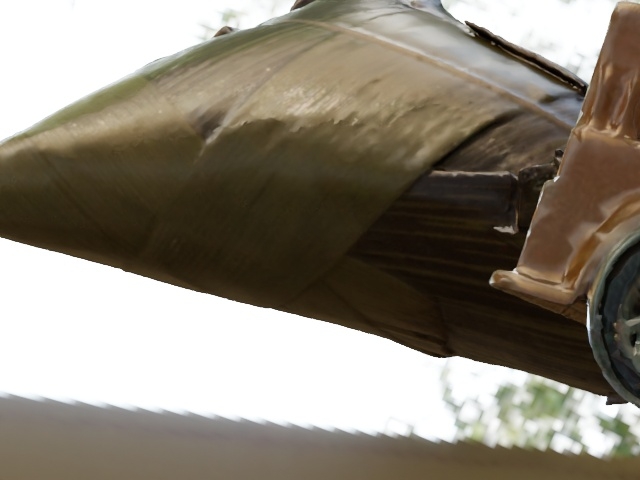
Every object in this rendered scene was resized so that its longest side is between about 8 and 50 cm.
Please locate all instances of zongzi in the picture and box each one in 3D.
[{"bbox_3d":[0.000,0.000,0.915,0.318,0.154,0.289,-20,-147,-27],"label":"zongzi"}]

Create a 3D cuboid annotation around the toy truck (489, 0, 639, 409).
[{"bbox_3d":[0.231,-0.004,0.484,0.338,0.184,0.133,16,178,23],"label":"toy truck"}]
